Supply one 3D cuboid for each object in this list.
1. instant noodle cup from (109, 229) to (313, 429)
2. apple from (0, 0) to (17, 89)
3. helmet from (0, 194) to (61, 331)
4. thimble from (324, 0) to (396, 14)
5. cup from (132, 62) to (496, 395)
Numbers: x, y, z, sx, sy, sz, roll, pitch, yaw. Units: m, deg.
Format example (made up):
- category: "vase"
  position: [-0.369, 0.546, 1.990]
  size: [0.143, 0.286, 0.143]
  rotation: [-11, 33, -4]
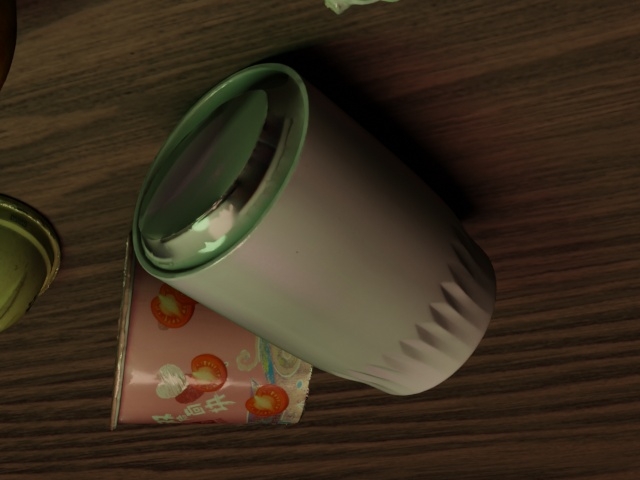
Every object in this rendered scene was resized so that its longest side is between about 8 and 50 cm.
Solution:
- category: "instant noodle cup"
  position: [-0.132, 0.121, 1.800]
  size: [0.231, 0.243, 0.243]
  rotation: [7, 144, -8]
- category: "apple"
  position: [-0.407, -0.215, 1.378]
  size: [0.264, 0.264, 0.264]
  rotation: [5, 143, 4]
- category: "helmet"
  position: [-0.446, 0.062, 1.849]
  size: [0.204, 0.137, 0.257]
  rotation: [28, 139, -25]
- category: "thimble"
  position: [0.039, -0.306, 1.260]
  size: [0.185, 0.149, 0.211]
  rotation: [13, 143, -9]
- category: "cup"
  position: [0.000, 0.000, 1.596]
  size: [0.253, 0.253, 0.371]
  rotation: [-24, 136, 35]
